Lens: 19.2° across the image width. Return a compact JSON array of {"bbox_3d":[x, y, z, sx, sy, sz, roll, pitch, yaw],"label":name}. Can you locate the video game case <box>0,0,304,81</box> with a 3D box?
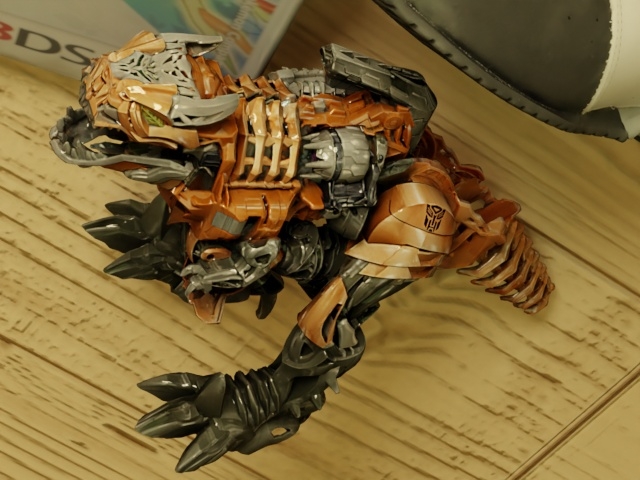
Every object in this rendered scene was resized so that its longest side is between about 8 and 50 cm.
[{"bbox_3d":[-0.133,-0.179,0.819,0.300,0.036,0.329,17,150,-11],"label":"video game case"}]

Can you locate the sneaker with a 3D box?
[{"bbox_3d":[0.150,-0.121,0.866,0.330,0.122,0.146,13,117,-40],"label":"sneaker"}]

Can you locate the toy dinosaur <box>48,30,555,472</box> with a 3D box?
[{"bbox_3d":[0.000,0.000,0.952,0.322,0.164,0.218,32,123,-23],"label":"toy dinosaur"}]
